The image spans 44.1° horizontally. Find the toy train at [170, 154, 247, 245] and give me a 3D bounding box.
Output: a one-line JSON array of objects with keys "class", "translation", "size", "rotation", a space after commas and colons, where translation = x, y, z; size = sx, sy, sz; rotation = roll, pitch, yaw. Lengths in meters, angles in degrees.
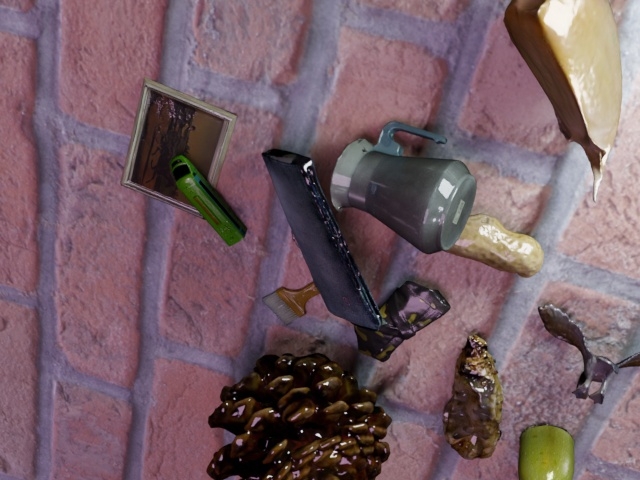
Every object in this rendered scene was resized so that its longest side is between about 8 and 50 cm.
[{"class": "toy train", "translation": [-0.228, -0.077, 1.572], "size": [0.044, 0.042, 0.209], "rotation": [-29, 116, 22]}]

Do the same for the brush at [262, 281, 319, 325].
[{"class": "brush", "translation": [-0.021, 0.105, 1.660], "size": [0.218, 0.010, 0.082], "rotation": [-33, 107, 27]}]

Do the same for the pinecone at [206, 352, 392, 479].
[{"class": "pinecone", "translation": [-0.063, 0.425, 1.672], "size": [0.398, 0.398, 0.397], "rotation": [7, 121, 11]}]

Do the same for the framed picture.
[{"class": "framed picture", "translation": [-0.287, -0.175, 1.563], "size": [0.197, 0.014, 0.252], "rotation": [22, 123, 1]}]

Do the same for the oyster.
[{"class": "oyster", "translation": [0.322, 0.345, 1.679], "size": [0.129, 0.078, 0.345], "rotation": [9, 125, 20]}]

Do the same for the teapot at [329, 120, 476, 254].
[{"class": "teapot", "translation": [0.150, -0.100, 1.396], "size": [0.225, 0.171, 0.203], "rotation": [23, 87, 24]}]

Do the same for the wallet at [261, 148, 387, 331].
[{"class": "wallet", "translation": [0.000, 0.000, 1.505], "size": [0.191, 0.046, 0.379], "rotation": [19, 138, 60]}]

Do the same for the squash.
[{"class": "squash", "translation": [0.471, 0.478, 1.650], "size": [0.123, 0.186, 0.123], "rotation": [7, 115, 14]}]

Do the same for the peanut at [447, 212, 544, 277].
[{"class": "peanut", "translation": [0.312, 0.008, 1.466], "size": [0.214, 0.099, 0.099], "rotation": [25, 123, 2]}]

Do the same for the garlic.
[{"class": "garlic", "translation": [0.387, -0.250, 1.239], "size": [0.151, 0.196, 0.338], "rotation": [-6, 122, 36]}]

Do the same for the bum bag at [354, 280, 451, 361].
[{"class": "bum bag", "translation": [0.155, 0.166, 1.620], "size": [0.107, 0.060, 0.232], "rotation": [46, 119, -3]}]

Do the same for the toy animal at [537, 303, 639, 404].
[{"class": "toy animal", "translation": [0.522, 0.245, 1.530], "size": [0.272, 0.160, 0.197], "rotation": [24, 125, 9]}]
